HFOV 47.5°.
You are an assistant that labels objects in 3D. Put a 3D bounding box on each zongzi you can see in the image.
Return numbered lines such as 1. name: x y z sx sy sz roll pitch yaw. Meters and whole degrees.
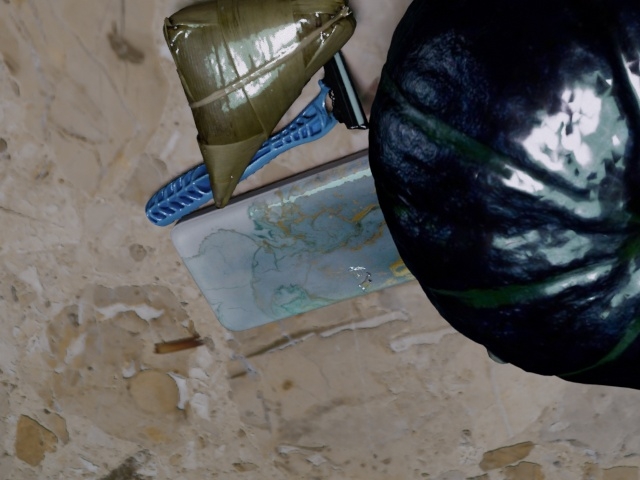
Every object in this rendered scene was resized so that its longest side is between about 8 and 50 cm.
1. zongzi: -0.037 -0.121 0.613 0.160 0.078 0.176 -8 107 16

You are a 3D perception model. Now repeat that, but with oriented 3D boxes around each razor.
1. razor: -0.067 -0.077 0.681 0.253 0.042 0.082 -28 73 24

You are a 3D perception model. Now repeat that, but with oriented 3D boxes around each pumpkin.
1. pumpkin: 0.214 -0.072 0.513 0.363 0.266 0.364 4 119 7

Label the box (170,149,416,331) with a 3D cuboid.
1. box: 0.000 0.000 0.722 0.285 0.044 0.142 -18 114 18
